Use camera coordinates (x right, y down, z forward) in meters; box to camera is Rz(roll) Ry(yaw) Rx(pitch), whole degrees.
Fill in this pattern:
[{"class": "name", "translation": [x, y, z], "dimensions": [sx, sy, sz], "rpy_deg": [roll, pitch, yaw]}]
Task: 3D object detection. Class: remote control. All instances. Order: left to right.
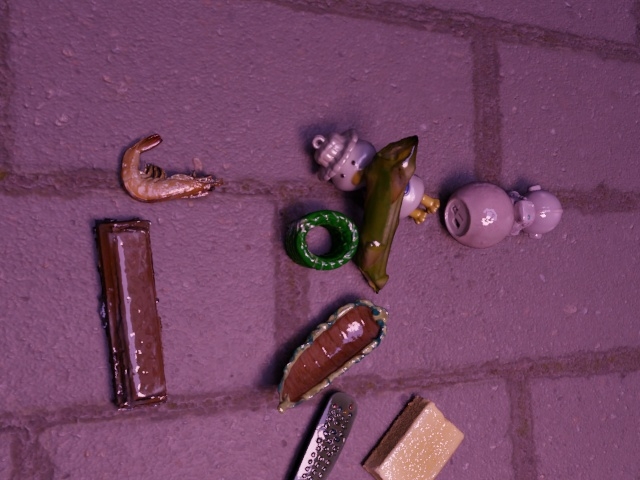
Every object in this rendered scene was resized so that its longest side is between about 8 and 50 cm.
[{"class": "remote control", "translation": [0.001, 0.396, 1.159], "dimensions": [0.072, 0.042, 0.222], "rpy_deg": [34, 73, -18]}]

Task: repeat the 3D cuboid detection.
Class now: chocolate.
[{"class": "chocolate", "translation": [-0.318, 0.120, 1.028], "dimensions": [0.102, 0.065, 0.329], "rpy_deg": [-6, 87, -23]}]

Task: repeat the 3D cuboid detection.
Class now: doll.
[{"class": "doll", "translation": [0.105, -0.124, 1.201], "dimensions": [0.293, 0.138, 0.119], "rpy_deg": [31, 35, -21]}, {"class": "doll", "translation": [0.408, -0.059, 1.318], "dimensions": [0.287, 0.151, 0.151], "rpy_deg": [-4, 88, -27]}]

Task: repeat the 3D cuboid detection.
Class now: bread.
[{"class": "bread", "translation": [0.188, 0.422, 1.225], "dimensions": [0.125, 0.068, 0.188], "rpy_deg": [47, 71, -14]}]

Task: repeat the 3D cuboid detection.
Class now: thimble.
[{"class": "thimble", "translation": [0.000, 0.000, 1.160], "dimensions": [0.130, 0.090, 0.118], "rpy_deg": [22, 79, -21]}]

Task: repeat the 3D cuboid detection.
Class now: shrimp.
[{"class": "shrimp", "translation": [-0.266, -0.130, 1.087], "dimensions": [0.178, 0.034, 0.124], "rpy_deg": [-10, 84, -19]}]

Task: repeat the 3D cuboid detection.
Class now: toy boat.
[{"class": "toy boat", "translation": [0.007, 0.218, 1.148], "dimensions": [0.293, 0.099, 0.108], "rpy_deg": [-38, 102, -29]}]

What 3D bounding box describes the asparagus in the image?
[{"class": "asparagus", "translation": [0.114, -0.039, 1.150], "dimensions": [0.085, 0.082, 0.343], "rpy_deg": [-6, 125, -27]}]
